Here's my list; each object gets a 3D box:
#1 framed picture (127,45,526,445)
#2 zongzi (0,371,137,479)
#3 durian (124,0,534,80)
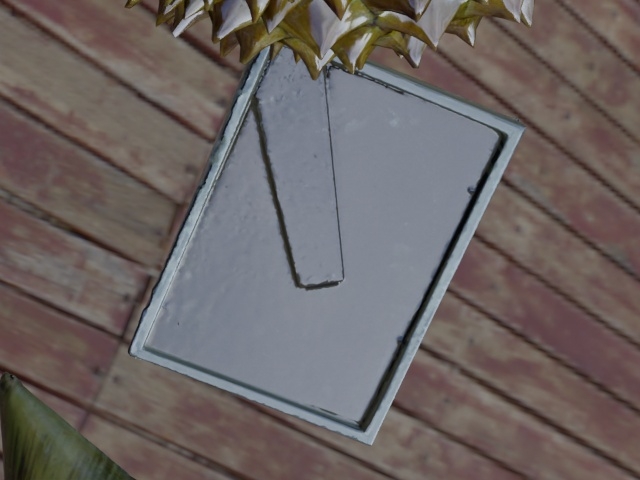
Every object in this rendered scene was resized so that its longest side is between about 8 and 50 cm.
[{"bbox_3d":[0.000,0.000,1.389,0.232,0.024,0.315,22,108,-9],"label":"framed picture"},{"bbox_3d":[-0.063,0.152,0.571,0.094,0.205,0.204,-23,100,-3],"label":"zongzi"},{"bbox_3d":[0.029,-0.247,0.762,0.384,0.347,0.348,-15,114,0],"label":"durian"}]
